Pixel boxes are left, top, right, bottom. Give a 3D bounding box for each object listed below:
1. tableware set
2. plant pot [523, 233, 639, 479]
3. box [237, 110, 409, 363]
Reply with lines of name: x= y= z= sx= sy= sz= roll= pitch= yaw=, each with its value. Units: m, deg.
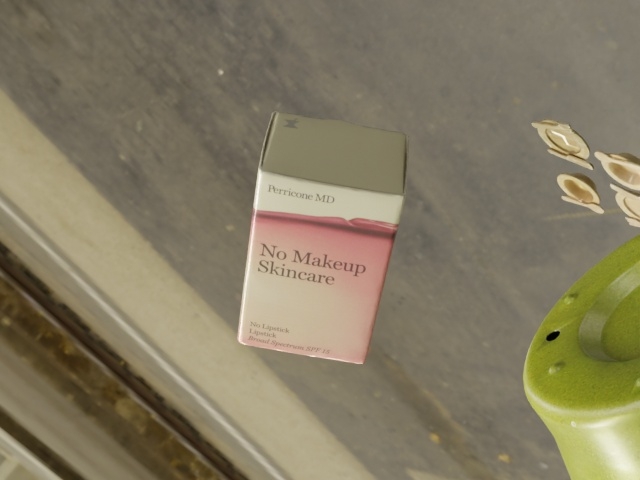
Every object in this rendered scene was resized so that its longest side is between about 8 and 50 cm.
tableware set: x=0.303 y=-0.067 z=0.947 sx=0.141 sy=0.020 sz=0.168 roll=28 pitch=165 yaw=43
plant pot: x=0.346 y=0.167 z=0.649 sx=0.353 sy=0.366 sz=0.366 roll=50 pitch=152 yaw=-11
box: x=0.000 y=0.000 z=0.941 sx=0.149 sy=0.127 sz=0.232 roll=9 pitch=127 yaw=0
